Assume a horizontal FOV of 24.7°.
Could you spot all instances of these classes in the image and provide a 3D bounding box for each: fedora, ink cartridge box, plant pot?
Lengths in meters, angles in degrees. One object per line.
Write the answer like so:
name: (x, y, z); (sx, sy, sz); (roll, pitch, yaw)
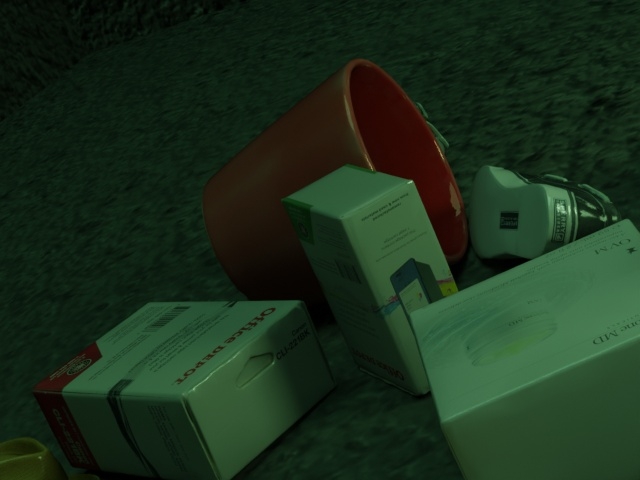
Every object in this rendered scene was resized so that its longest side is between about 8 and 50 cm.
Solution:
fedora: (-0.336, 0.265, 1.581); (0.194, 0.079, 0.194); (-14, 11, 3)
ink cartridge box: (-0.149, 0.160, 1.601); (0.272, 0.114, 0.197); (-4, 26, 47)
plant pot: (0.009, -0.045, 1.762); (0.243, 0.275, 0.275); (-28, 17, 23)
ink cartridge box: (0.063, 0.039, 1.516); (0.093, 0.212, 0.154); (-29, 19, -18)

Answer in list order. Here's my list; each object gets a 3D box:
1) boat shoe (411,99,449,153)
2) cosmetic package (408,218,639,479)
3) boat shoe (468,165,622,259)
boat shoe: (0.121, -0.119, 1.997); (0.113, 0.105, 0.306); (-20, 20, 16)
cosmetic package: (0.212, 0.115, 1.257); (0.224, 0.138, 0.225); (-24, 21, 5)
boat shoe: (0.248, -0.028, 1.639); (0.102, 0.108, 0.301); (4, 1, -13)
